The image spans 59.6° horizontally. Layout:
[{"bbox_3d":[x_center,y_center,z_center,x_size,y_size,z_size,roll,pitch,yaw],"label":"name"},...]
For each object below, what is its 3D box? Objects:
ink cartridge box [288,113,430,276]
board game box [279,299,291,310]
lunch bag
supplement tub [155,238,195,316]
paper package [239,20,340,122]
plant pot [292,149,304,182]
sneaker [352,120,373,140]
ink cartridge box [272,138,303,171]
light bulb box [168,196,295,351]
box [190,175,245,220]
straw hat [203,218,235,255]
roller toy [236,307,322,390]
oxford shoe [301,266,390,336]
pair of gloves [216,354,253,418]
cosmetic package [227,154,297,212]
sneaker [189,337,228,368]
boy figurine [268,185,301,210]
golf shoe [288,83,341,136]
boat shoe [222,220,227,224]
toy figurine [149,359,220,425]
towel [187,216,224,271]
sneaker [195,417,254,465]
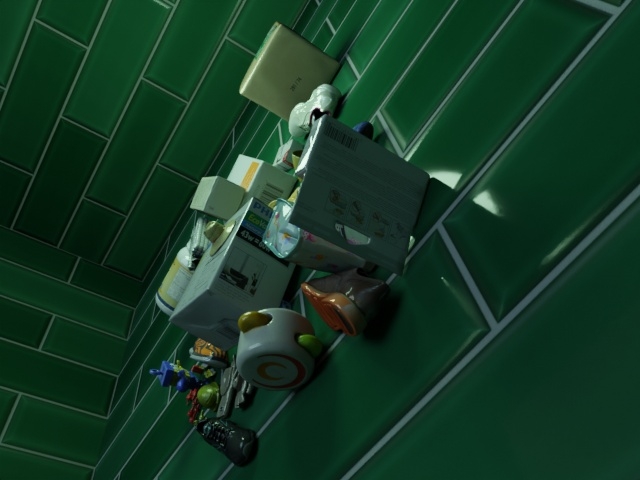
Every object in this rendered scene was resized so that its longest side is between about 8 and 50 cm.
[{"bbox_3d":[0.081,-0.092,1.224,0.066,0.296,0.261,-16,51,62],"label":"ink cartridge box"},{"bbox_3d":[-0.133,0.295,1.614,0.160,0.039,0.211,-54,25,23],"label":"board game box"},{"bbox_3d":[0.000,0.000,1.399,0.160,0.223,0.262,-70,23,3],"label":"lunch bag"},{"bbox_3d":[-0.540,0.167,2.393,0.316,0.228,0.228,-59,23,11],"label":"supplement tub"},{"bbox_3d":[-0.133,-0.679,2.307,0.325,0.309,0.168,-55,24,17],"label":"paper package"},{"bbox_3d":[-0.033,-0.245,1.889,0.134,0.134,0.095,-116,29,-63],"label":"plant pot"},{"bbox_3d":[0.115,-0.242,1.623,0.087,0.083,0.221,7,77,53],"label":"sneaker"},{"bbox_3d":[-0.134,-0.344,2.281,0.135,0.056,0.099,-14,54,61],"label":"ink cartridge box"},{"bbox_3d":[-0.263,0.115,1.795,0.358,0.225,0.361,-34,28,50],"label":"light bulb box"},{"bbox_3d":[-0.405,-0.163,2.176,0.148,0.121,0.311,-68,22,-2],"label":"box"},{"bbox_3d":[-0.331,-0.027,1.747,0.144,0.061,0.144,-47,21,25],"label":"straw hat"},{"bbox_3d":[-0.111,0.266,1.391,0.146,0.209,0.191,-89,13,-48],"label":"roller toy"},{"bbox_3d":[0.057,0.132,1.320,0.133,0.130,0.364,-38,14,-13],"label":"oxford shoe"},{"bbox_3d":[-0.253,0.432,1.728,0.240,0.042,0.204,-46,33,48],"label":"pair of gloves"},{"bbox_3d":[-0.271,-0.211,2.301,0.230,0.161,0.453,-64,22,1],"label":"cosmetic package"},{"bbox_3d":[-0.385,0.348,1.997,0.321,0.125,0.180,-2,65,65],"label":"sneaker"},{"bbox_3d":[-0.092,-0.109,1.897,0.285,0.092,0.177,5,73,63],"label":"boy figurine"},{"bbox_3d":[-0.039,-0.469,2.142,0.306,0.115,0.140,-36,38,50],"label":"golf shoe"},{"bbox_3d":[-0.307,-0.040,2.225,0.092,0.103,0.285,-45,47,14],"label":"boat shoe"},{"bbox_3d":[-0.495,0.513,1.940,0.191,0.217,0.362,-65,22,-4],"label":"toy figurine"},{"bbox_3d":[-0.404,0.043,2.227,0.121,0.235,0.283,-58,22,23],"label":"towel"},{"bbox_3d":[-0.270,0.553,1.553,0.267,0.106,0.101,-15,51,60],"label":"sneaker"}]
